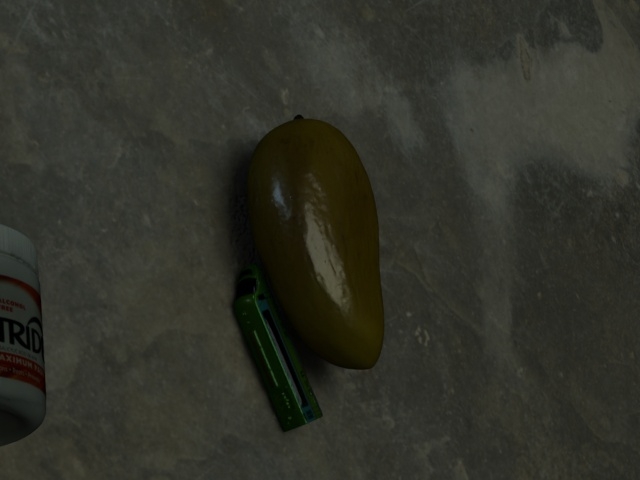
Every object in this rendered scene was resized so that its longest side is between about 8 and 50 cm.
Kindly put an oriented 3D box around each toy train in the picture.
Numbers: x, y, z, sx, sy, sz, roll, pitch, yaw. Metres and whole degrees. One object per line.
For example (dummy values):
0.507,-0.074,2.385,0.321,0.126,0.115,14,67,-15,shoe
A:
-0.063,0.132,2.220,0.042,0.044,0.209,-20,86,-49,toy train

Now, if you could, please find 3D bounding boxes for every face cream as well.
-0.374,0.098,1.770,0.201,0.201,0.187,16,59,-43,face cream

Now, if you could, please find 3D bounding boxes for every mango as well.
-0.005,-0.005,2.269,0.195,0.142,0.332,24,48,-47,mango
